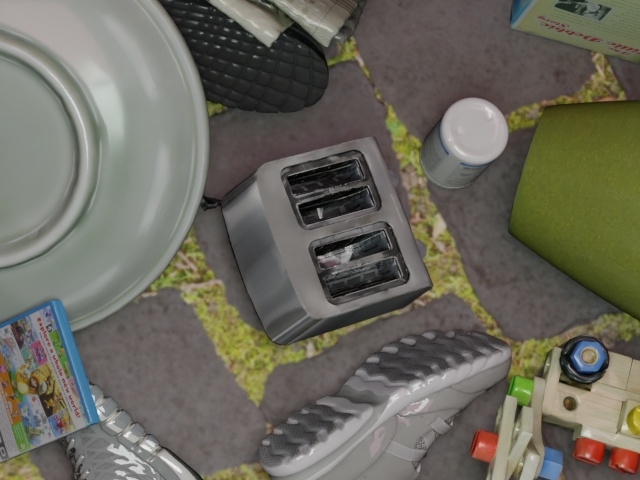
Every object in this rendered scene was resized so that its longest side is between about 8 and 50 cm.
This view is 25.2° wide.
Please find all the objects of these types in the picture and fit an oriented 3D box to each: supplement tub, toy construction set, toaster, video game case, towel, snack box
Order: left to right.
[{"bbox_3d":[-0.287,0.138,1.327,0.166,0.015,0.119,-24,79,27],"label":"video game case"},{"bbox_3d":[-0.090,-0.311,1.416,0.324,0.312,0.056,31,118,-2],"label":"towel"},{"bbox_3d":[0.000,0.000,1.396,0.185,0.110,0.168,-15,79,-27],"label":"toaster"},{"bbox_3d":[0.145,-0.098,1.463,0.071,0.107,0.071,2,77,-10],"label":"supplement tub"},{"bbox_3d":[0.293,0.215,1.405,0.327,0.151,0.215,21,74,-16],"label":"toy construction set"},{"bbox_3d":[0.378,-0.238,1.496,0.322,0.187,0.060,14,75,-7],"label":"snack box"}]

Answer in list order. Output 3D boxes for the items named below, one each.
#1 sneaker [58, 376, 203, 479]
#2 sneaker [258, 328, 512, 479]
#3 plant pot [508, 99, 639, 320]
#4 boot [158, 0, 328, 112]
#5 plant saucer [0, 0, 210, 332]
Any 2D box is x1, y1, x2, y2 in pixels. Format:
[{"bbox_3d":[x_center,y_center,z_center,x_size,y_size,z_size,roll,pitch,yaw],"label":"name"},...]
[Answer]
[{"bbox_3d":[-0.228,0.209,1.340,0.228,0.086,0.132,40,76,0],"label":"sneaker"},{"bbox_3d":[0.072,0.182,1.408,0.281,0.105,0.115,-28,115,-18],"label":"sneaker"},{"bbox_3d":[0.346,-0.028,1.424,0.293,0.275,0.275,16,74,11],"label":"plant pot"},{"bbox_3d":[-0.138,-0.271,1.432,0.338,0.118,0.223,22,45,-17],"label":"boot"},{"bbox_3d":[-0.303,-0.086,1.296,0.400,0.100,0.401,0,105,2],"label":"plant saucer"}]
